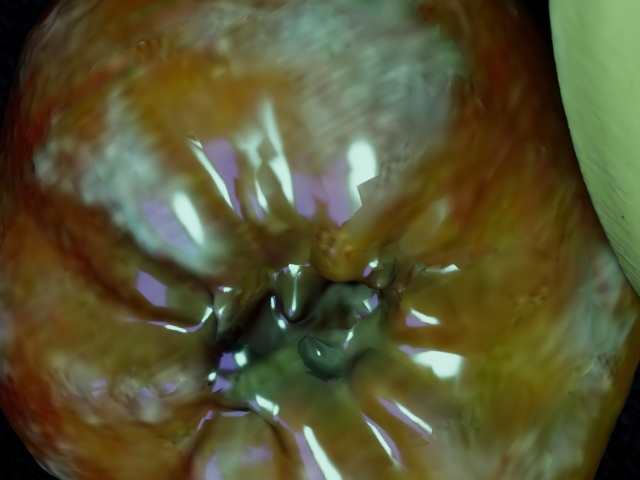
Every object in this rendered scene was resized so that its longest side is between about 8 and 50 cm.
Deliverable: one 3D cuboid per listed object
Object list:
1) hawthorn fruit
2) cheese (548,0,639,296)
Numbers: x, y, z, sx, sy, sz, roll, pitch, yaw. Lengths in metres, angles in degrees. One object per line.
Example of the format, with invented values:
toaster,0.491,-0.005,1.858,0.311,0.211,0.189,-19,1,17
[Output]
hawthorn fruit,0.000,0.000,0.640,0.284,0.284,0.284,16,131,19
cheese,0.210,-0.047,0.539,0.259,0.128,0.316,-13,129,5
